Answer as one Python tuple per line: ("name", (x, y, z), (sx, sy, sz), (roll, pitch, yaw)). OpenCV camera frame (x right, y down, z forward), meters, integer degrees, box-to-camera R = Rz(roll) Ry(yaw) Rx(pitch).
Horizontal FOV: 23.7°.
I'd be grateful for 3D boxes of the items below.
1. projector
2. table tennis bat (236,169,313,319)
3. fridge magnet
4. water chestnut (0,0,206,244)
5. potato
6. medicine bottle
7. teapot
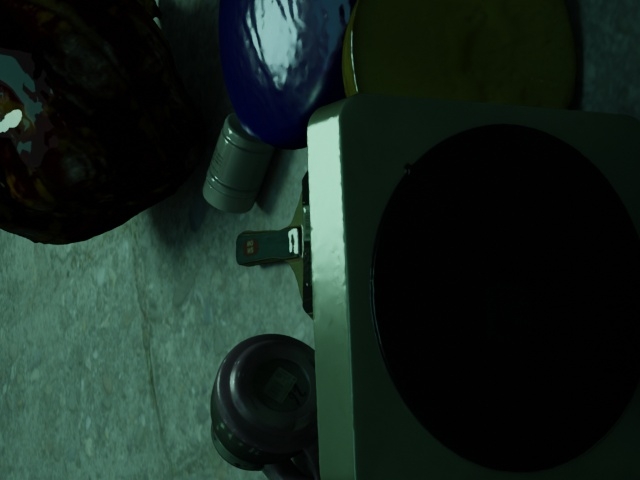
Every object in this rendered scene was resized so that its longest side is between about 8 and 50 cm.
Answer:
("projector", (0.112, 0.040, 1.020), (0.079, 0.257, 0.259), (-12, 78, 59))
("table tennis bat", (0.000, 0.000, 1.458), (0.301, 0.022, 0.173), (-3, 86, 58))
("fridge magnet", (-0.017, -0.215, 1.401), (0.265, 0.113, 0.265), (-5, 85, 59))
("water chestnut", (-0.274, -0.167, 1.720), (0.335, 0.347, 0.335), (25, 138, 25))
("potato", (0.089, -0.135, 1.183), (0.203, 0.178, 0.158), (67, 166, -6))
("medicine bottle", (-0.083, -0.079, 1.564), (0.058, 0.058, 0.091), (58, 136, 44))
("teapot", (-0.041, 0.172, 1.463), (0.116, 0.148, 0.146), (-63, 2, -31))
